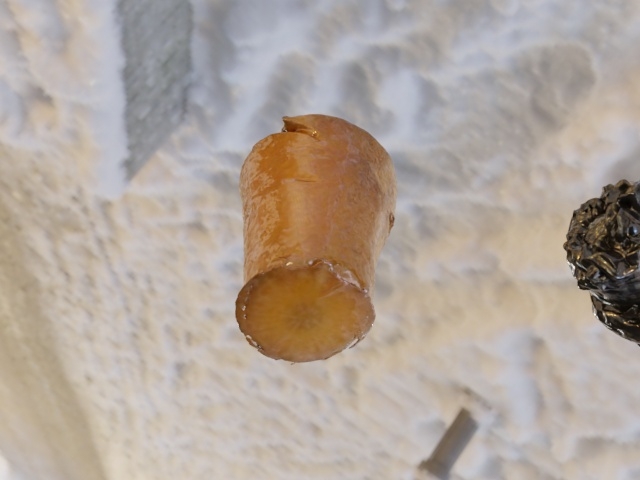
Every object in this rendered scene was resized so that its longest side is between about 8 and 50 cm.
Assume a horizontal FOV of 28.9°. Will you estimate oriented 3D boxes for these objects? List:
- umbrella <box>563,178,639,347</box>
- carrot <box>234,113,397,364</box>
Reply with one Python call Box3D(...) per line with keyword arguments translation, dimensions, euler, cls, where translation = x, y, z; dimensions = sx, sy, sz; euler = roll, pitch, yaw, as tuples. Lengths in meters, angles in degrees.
Box3D(translation=(0.361, 0.079, 1.092), dimensions=(0.336, 0.154, 0.128), euler=(42, 131, -7), cls="umbrella")
Box3D(translation=(0.000, 0.000, 1.357), dimensions=(0.196, 0.196, 0.254), euler=(49, -161, -26), cls="carrot")
